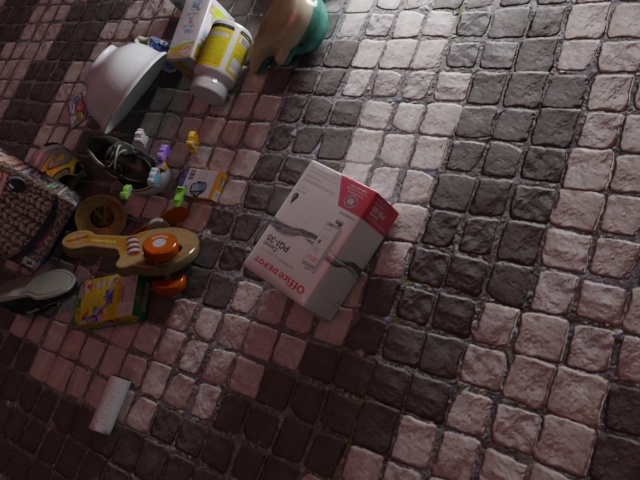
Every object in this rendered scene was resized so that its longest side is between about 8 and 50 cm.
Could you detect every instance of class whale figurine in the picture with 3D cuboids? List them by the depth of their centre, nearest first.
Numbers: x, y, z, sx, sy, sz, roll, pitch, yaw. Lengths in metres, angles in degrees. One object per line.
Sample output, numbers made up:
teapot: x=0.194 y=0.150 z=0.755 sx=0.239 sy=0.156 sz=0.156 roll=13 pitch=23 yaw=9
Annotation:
whale figurine: x=-0.085 y=-0.537 z=1.708 sx=0.272 sy=0.141 sz=0.216 roll=-34 pitch=51 yaw=44

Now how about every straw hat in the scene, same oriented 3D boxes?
straw hat: x=-0.609 y=-0.068 z=1.829 sx=0.144 sy=0.144 sz=0.061 roll=-41 pitch=16 yaw=9

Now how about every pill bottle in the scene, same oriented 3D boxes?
pill bottle: x=-0.275 y=-0.487 z=1.785 sx=0.119 sy=0.119 sz=0.208 roll=10 pitch=74 yaw=34

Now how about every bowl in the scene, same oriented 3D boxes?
bowl: x=-0.577 y=-0.456 z=1.848 sx=0.298 sy=0.134 sz=0.298 roll=-48 pitch=15 yaw=17

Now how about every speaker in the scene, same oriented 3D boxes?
speaker: x=-0.505 y=0.393 z=1.565 sx=0.055 sy=0.055 sz=0.136 roll=10 pitch=75 yaw=34

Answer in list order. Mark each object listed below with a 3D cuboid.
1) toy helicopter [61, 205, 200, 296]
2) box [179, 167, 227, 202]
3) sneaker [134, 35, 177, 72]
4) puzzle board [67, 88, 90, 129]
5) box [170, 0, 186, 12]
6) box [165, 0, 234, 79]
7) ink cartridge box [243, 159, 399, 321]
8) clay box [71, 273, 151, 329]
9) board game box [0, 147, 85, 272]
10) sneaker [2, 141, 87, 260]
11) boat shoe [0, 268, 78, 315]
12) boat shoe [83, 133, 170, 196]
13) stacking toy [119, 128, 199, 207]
toy helicopter: x=-0.476 y=0.005 z=1.644 sx=0.355 sy=0.140 sz=0.235 roll=4 pitch=39 yaw=10
box: x=-0.314 y=-0.146 z=1.713 sx=0.136 sy=0.028 sz=0.081 roll=10 pitch=74 yaw=37
sneaker: x=-0.488 y=-0.568 z=1.974 sx=0.211 sy=0.081 sz=0.080 roll=22 pitch=80 yaw=35
puzzle board: x=-0.795 y=-0.437 z=2.143 sx=0.096 sy=0.011 sz=0.128 roll=-31 pitch=56 yaw=16
box: x=-0.391 y=-0.747 z=1.984 sx=0.102 sy=0.101 sz=0.087 roll=8 pitch=73 yaw=32
box: x=-0.345 y=-0.578 z=1.871 sx=0.103 sy=0.114 sz=0.203 roll=6 pitch=72 yaw=33
ink cartridge box: x=0.000 y=0.000 z=1.399 sx=0.207 sy=0.117 sz=0.283 roll=31 pitch=86 yaw=37
clay box: x=-0.548 y=0.158 z=1.698 sx=0.222 sy=0.053 sz=0.127 roll=-12 pitch=62 yaw=28
board game box: x=-0.858 y=-0.090 z=1.822 sx=0.232 sy=0.291 sz=0.141 roll=-57 pitch=15 yaw=6
sneaker: x=-0.844 y=-0.102 z=1.945 sx=0.147 sy=0.145 sz=0.384 roll=30 pitch=94 yaw=18
boat shoe: x=-0.779 y=0.152 z=1.821 sx=0.303 sy=0.091 sz=0.114 roll=-4 pitch=39 yaw=31
boat shoe: x=-0.562 y=-0.216 z=1.835 sx=0.335 sy=0.119 sz=0.121 roll=21 pitch=81 yaw=36
stacking toy: x=-0.426 y=-0.196 z=1.717 sx=0.167 sy=0.052 sz=0.221 roll=6 pitch=65 yaw=10
